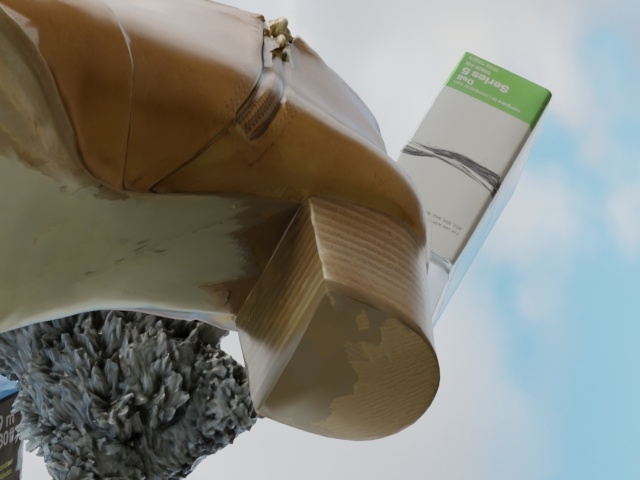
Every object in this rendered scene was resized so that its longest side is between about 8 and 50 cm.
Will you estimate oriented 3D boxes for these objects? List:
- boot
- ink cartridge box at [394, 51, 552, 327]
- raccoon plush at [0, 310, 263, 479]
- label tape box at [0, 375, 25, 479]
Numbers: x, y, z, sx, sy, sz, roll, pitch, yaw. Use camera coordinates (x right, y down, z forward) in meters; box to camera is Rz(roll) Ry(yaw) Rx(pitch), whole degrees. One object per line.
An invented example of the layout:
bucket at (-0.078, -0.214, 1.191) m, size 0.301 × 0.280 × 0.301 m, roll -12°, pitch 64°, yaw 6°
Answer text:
boot at (-0.091, -0.050, 0.527) m, size 0.295 × 0.104 × 0.211 m, roll 28°, pitch -159°, yaw -21°
ink cartridge box at (0.131, -0.038, 1.671) m, size 0.273 × 0.114 × 0.198 m, roll -56°, pitch -11°, yaw -34°
raccoon plush at (-0.229, 0.012, 1.052) m, size 0.446 × 0.216 × 0.299 m, roll 37°, pitch -169°, yaw -44°
label tape box at (-0.361, 0.206, 1.339) m, size 0.249 × 0.115 × 0.348 m, roll -25°, pitch -57°, yaw -73°
